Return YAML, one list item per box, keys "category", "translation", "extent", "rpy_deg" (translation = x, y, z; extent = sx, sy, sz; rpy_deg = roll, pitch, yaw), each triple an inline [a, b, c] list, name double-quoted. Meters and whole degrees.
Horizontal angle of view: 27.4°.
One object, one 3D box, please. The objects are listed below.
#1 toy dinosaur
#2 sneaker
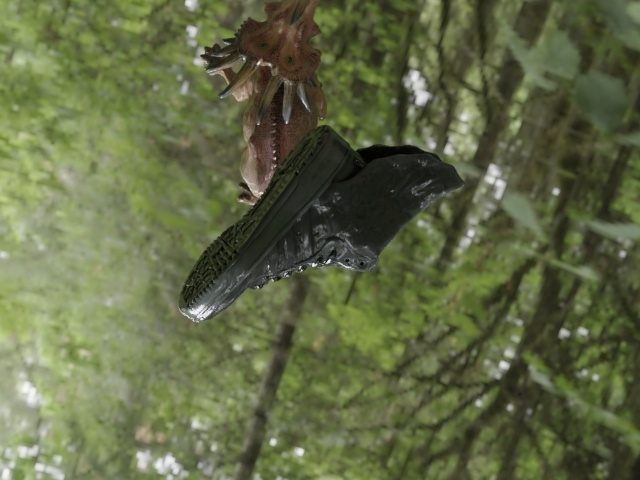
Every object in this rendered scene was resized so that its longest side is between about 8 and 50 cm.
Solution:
- category: "toy dinosaur"
  translation: [-0.041, -0.113, 1.320]
  extent: [0.127, 0.296, 0.200]
  rpy_deg: [-11, -171, -5]
- category: "sneaker"
  translation: [-0.001, -0.001, 0.788]
  extent: [0.089, 0.170, 0.051]
  rpy_deg: [38, -177, -23]
